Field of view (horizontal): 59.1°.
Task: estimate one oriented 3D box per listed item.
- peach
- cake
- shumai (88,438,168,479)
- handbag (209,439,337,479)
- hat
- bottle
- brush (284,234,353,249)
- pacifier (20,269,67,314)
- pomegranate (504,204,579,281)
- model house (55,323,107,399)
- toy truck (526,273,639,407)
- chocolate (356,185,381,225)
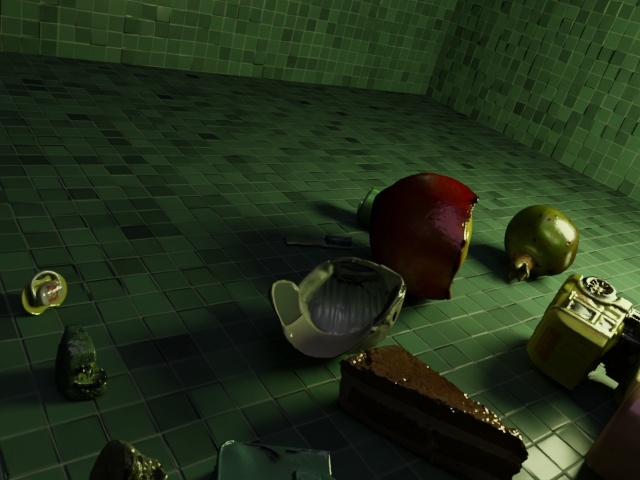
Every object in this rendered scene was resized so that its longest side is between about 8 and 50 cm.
[{"bbox_3d":[0.254,-0.006,1.269,0.280,0.281,0.338,5,25,-22],"label":"peach"},{"bbox_3d":[0.169,0.264,0.869,0.295,0.116,0.112,28,30,23],"label":"cake"},{"bbox_3d":[-0.226,0.288,0.682,0.080,0.082,0.083,43,16,-48],"label":"shumai"},{"bbox_3d":[-0.046,0.345,0.663,0.179,0.062,0.229,12,27,-15],"label":"handbag"},{"bbox_3d":[0.039,0.133,0.980,0.231,0.161,0.275,-4,14,14],"label":"hat"},{"bbox_3d":[0.583,0.351,0.842,0.296,0.207,0.173,36,10,33],"label":"bottle"},{"bbox_3d":[0.000,0.000,1.377,0.178,0.030,0.033,5,39,-22],"label":"brush"},{"bbox_3d":[-0.464,0.083,0.930,0.064,0.068,0.083,-1,18,29],"label":"pacifier"},{"bbox_3d":[0.585,0.011,1.507,0.198,0.198,0.246,27,31,20],"label":"pomegranate"},{"bbox_3d":[-0.338,0.171,0.800,0.066,0.083,0.078,-4,32,-38],"label":"model house"},{"bbox_3d":[0.605,0.252,1.080,0.405,0.181,0.254,35,40,27],"label":"toy truck"},{"bbox_3d":[0.244,-0.040,1.519,0.291,0.110,0.110,27,28,14],"label":"chocolate"}]
